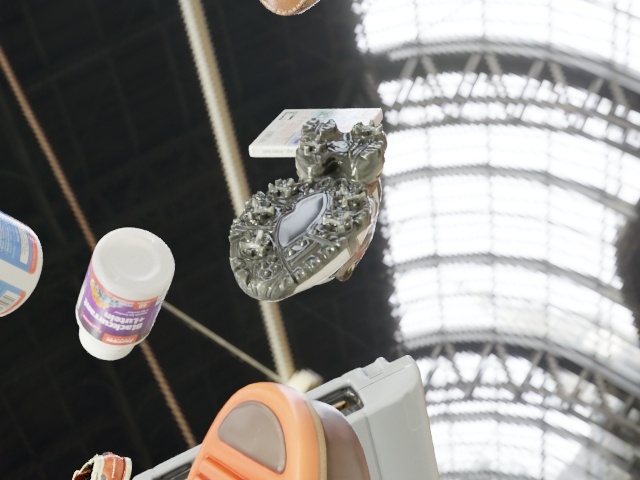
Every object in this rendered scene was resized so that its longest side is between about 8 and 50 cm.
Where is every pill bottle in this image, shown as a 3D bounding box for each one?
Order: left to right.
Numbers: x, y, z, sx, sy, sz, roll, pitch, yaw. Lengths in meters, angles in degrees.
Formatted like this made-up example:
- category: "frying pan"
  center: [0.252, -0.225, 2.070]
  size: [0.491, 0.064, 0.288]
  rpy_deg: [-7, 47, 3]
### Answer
- category: "pill bottle"
  center: [-0.429, 0.001, 1.551]
  size: [0.124, 0.124, 0.221]
  rpy_deg: [-58, -34, -3]
- category: "pill bottle"
  center: [-0.268, 0.079, 1.841]
  size: [0.108, 0.108, 0.193]
  rpy_deg: [-35, -17, -37]

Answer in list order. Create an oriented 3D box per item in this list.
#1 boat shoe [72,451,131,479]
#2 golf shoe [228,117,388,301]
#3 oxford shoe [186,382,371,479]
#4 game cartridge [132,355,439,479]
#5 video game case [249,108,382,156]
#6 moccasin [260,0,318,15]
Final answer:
- category: "boat shoe"
  center: [-0.258, 0.271, 1.553]
  size: [0.043, 0.049, 0.137]
  rpy_deg: [12, -27, -26]
- category: "golf shoe"
  center: [0.000, 0.000, 0.852]
  size: [0.198, 0.077, 0.094]
  rpy_deg: [-55, -29, -56]
- category: "oxford shoe"
  center: [0.006, 0.174, 0.452]
  size: [0.098, 0.097, 0.271]
  rpy_deg: [-6, -77, -28]
- category: "game cartridge"
  center: [-0.035, 0.227, 1.195]
  size: [0.297, 0.062, 0.198]
  rpy_deg: [-25, -46, -10]
- category: "video game case"
  center: [-0.004, -0.145, 1.841]
  size: [0.157, 0.143, 0.019]
  rpy_deg: [-55, -38, -61]
- category: "moccasin"
  center: [-0.005, -0.386, 1.519]
  size: [0.147, 0.139, 0.380]
  rpy_deg: [-45, -4, -36]
